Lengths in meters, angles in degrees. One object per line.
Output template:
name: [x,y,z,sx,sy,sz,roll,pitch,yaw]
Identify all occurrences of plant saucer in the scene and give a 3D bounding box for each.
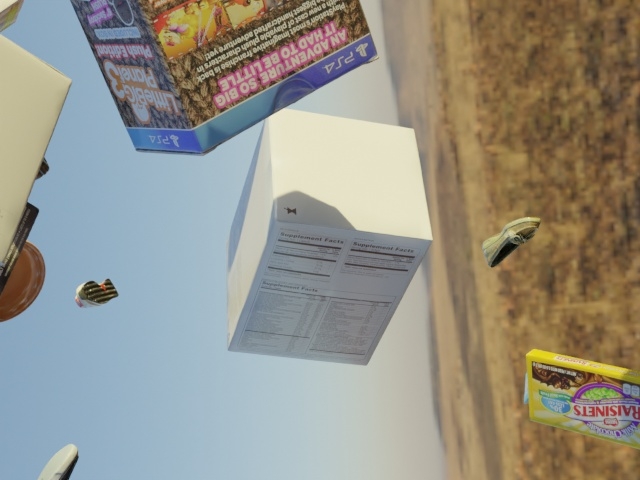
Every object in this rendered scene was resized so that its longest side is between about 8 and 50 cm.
plant saucer: [-0.674,0.079,2.407,0.037,0.200,0.200,33,143,42]

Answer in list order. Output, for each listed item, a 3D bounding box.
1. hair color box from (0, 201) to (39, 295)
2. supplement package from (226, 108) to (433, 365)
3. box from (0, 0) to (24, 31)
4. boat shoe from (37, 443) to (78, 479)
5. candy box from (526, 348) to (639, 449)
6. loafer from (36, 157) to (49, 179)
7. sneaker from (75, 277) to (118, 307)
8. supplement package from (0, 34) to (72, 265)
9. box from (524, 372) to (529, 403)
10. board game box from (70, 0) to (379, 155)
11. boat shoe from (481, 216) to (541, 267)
hair color box: [-0.621,-0.054,1.745,0.347,0.105,0.173,34,-119,-32]
supplement package: [0.000,0.000,1.482,0.262,0.198,0.199,112,160,-46]
box: [-0.747,-0.484,2.459,0.203,0.103,0.114,-48,4,-37]
boat shoe: [-0.489,0.473,2.139,0.183,0.083,0.065,-56,25,-9]
candy box: [0.373,0.216,1.545,0.027,0.206,0.105,-27,-64,-43]
loafer: [-0.503,-0.152,1.800,0.076,0.078,0.223,57,177,28]
sneaker: [-0.482,0.121,2.397,0.057,0.075,0.161,60,-169,2]
supplement package: [-0.480,-0.114,1.509,0.175,0.177,0.293,32,-123,-33]
box: [0.492,0.267,2.036,0.100,0.244,0.060,93,-175,-68]
board game box: [-0.112,-0.262,1.112,0.141,0.232,0.291,9,125,54]
boat shoe: [0.352,0.001,2.106,0.153,0.056,0.048,-36,57,50]
